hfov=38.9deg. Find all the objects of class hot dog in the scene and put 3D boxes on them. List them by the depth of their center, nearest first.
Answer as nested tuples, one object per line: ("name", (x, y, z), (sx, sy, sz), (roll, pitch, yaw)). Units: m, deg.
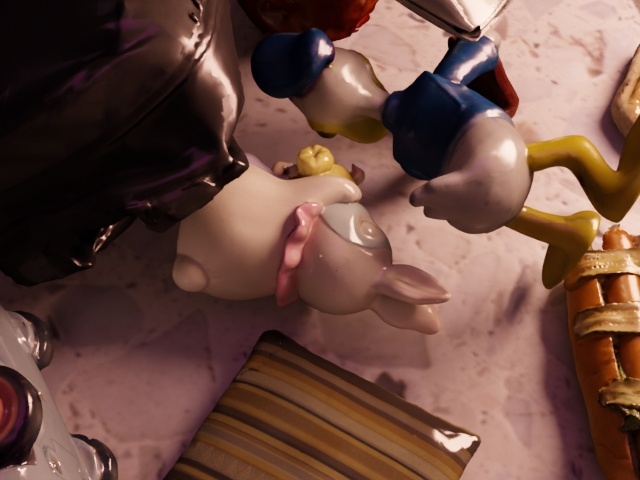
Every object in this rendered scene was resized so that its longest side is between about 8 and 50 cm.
("hot dog", (0.274, 0.099, 0.782), (0.109, 0.072, 0.270), (-7, 54, 12))

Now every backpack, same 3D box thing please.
("backpack", (-0.209, -0.174, 0.779), (0.363, 0.255, 0.446), (-24, 50, 19))

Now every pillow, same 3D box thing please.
("pillow", (-0.009, 0.194, 0.721), (0.208, 0.052, 0.212), (26, 57, 16))

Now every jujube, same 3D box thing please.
("jujube", (0.001, -0.340, 0.988), (0.197, 0.197, 0.290), (12, 57, 4))

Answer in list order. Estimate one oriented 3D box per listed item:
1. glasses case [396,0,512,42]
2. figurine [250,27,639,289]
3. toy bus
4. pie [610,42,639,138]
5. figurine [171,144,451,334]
("glasses case", (0.038, -0.284, 0.819), (0.308, 0.083, 0.128), (35, 46, -11))
("figurine", (0.104, -0.129, 0.827), (0.338, 0.205, 0.284), (21, 35, -3))
("toy bus", (-0.301, 0.142, 0.660), (0.232, 0.194, 0.288), (-28, 63, -11))
("pie", (0.410, -0.146, 0.972), (0.195, 0.046, 0.195), (1, 57, -1))
("figurine", (0.000, 0.000, 0.809), (0.235, 0.127, 0.155), (12, 37, 2))
